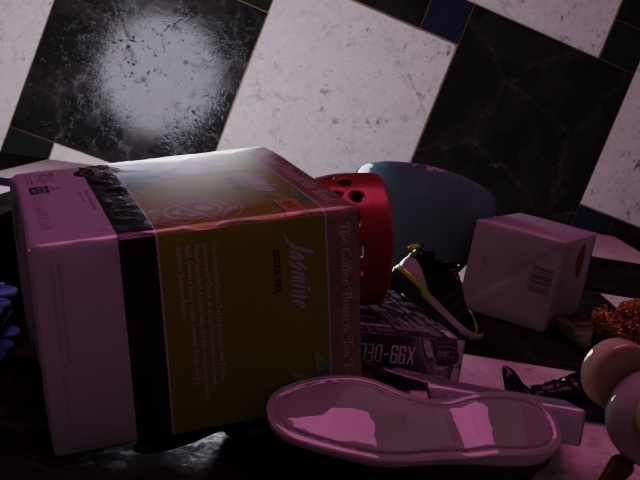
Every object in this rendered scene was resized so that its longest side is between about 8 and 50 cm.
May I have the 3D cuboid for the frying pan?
[{"bbox_3d":[-0.037,0.192,1.124,0.197,0.053,0.326,8,19,20],"label":"frying pan"}]

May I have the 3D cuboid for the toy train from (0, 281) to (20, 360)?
[{"bbox_3d":[-0.425,0.102,1.245,0.105,0.080,0.184,-1,12,-6],"label":"toy train"}]

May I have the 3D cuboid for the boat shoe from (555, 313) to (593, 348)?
[{"bbox_3d":[0.461,0.161,1.872,0.056,0.048,0.153,-4,3,-2],"label":"boat shoe"}]

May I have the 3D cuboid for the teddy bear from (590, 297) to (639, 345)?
[{"bbox_3d":[0.623,0.147,1.881,0.245,0.113,0.338,11,9,29],"label":"teddy bear"}]

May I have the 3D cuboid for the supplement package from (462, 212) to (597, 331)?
[{"bbox_3d":[0.412,0.054,2.027,0.175,0.177,0.293,16,11,24],"label":"supplement package"}]

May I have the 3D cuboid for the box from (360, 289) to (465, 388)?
[{"bbox_3d":[0.041,0.130,1.512,0.242,0.076,0.307,6,9,-16],"label":"box"}]

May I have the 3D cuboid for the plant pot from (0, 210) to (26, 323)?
[{"bbox_3d":[-0.376,0.028,1.467,0.167,0.187,0.188,-3,6,11],"label":"plant pot"}]

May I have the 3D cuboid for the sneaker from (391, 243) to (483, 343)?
[{"bbox_3d":[0.209,0.085,1.668,0.235,0.097,0.084,38,-1,-39],"label":"sneaker"}]

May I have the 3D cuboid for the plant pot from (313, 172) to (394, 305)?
[{"bbox_3d":[0.000,0.000,1.460,0.174,0.191,0.191,-2,11,-14],"label":"plant pot"}]

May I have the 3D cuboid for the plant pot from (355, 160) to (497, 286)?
[{"bbox_3d":[0.187,-0.010,2.042,0.290,0.195,0.290,14,-16,4],"label":"plant pot"}]

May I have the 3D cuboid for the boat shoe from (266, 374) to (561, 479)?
[{"bbox_3d":[0.089,0.208,1.038,0.302,0.091,0.114,9,39,-8],"label":"boat shoe"}]

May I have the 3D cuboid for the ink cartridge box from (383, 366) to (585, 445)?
[{"bbox_3d":[0.186,0.193,1.218,0.224,0.045,0.223,11,-4,10],"label":"ink cartridge box"}]

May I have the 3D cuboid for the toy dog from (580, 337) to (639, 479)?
[{"bbox_3d":[0.425,0.238,1.114,0.334,0.161,0.220,25,8,6],"label":"toy dog"}]

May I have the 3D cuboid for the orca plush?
[{"bbox_3d":[0.392,0.185,1.419,0.287,0.102,0.151,8,9,-6],"label":"orca plush"}]

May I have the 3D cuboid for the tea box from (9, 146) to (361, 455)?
[{"bbox_3d":[-0.158,0.044,1.137,0.323,0.220,0.329,-7,18,-19],"label":"tea box"}]

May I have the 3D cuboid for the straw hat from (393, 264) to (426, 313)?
[{"bbox_3d":[0.182,0.101,1.886,0.144,0.061,0.144,25,4,-2],"label":"straw hat"}]
